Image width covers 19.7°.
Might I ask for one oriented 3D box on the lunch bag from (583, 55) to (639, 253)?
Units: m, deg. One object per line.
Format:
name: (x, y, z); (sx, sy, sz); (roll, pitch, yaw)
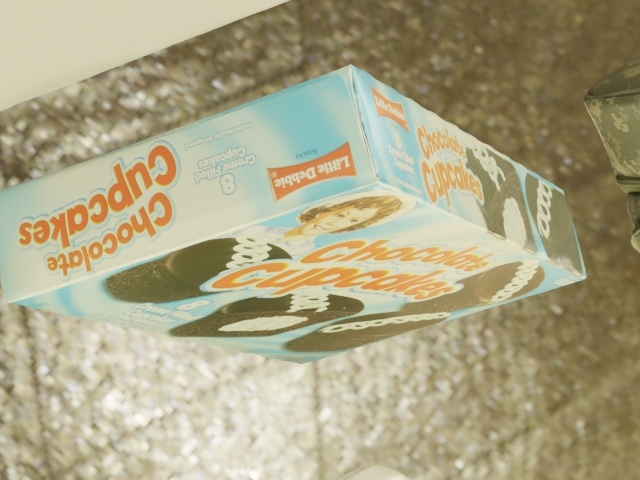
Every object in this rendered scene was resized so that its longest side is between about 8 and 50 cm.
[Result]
lunch bag: (0.391, -0.051, 1.498); (0.212, 0.305, 0.256); (-29, 102, -23)

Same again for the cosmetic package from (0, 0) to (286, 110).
cosmetic package: (-0.056, -0.205, 0.635); (0.453, 0.230, 0.161); (-19, 169, 19)

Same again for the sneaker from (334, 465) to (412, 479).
sneaker: (-0.053, 0.154, 0.717); (0.212, 0.094, 0.080); (-44, 133, -4)

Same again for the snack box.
snack box: (0.000, 0.000, 0.936); (0.187, 0.060, 0.322); (-18, 165, 21)
